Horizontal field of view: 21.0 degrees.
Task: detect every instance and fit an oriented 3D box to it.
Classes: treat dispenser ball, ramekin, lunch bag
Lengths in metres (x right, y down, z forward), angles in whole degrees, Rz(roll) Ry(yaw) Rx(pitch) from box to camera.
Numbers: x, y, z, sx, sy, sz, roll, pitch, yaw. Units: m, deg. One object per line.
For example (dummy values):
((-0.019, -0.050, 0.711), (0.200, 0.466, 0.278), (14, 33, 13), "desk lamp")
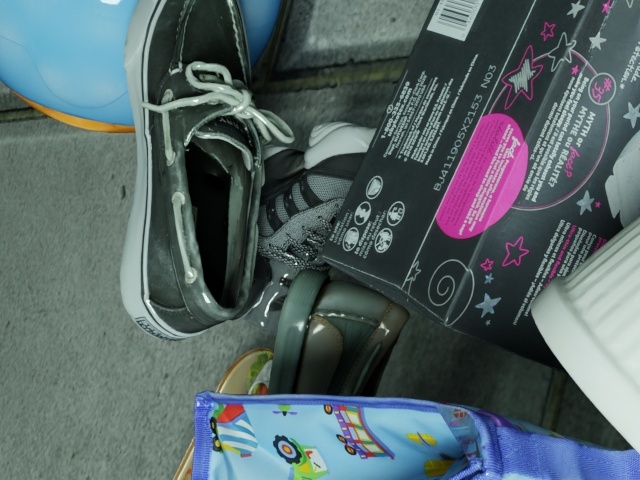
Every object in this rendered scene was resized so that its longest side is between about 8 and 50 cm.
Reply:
((-0.175, -0.237, 1.508), (0.288, 0.288, 0.288), (-28, 51, 42), "treat dispenser ball")
((0.222, 0.067, 0.914), (0.109, 0.207, 0.207), (-48, 39, 12), "ramekin")
((0.092, 0.151, 1.013), (0.293, 0.221, 0.138), (-21, 57, 47), "lunch bag")

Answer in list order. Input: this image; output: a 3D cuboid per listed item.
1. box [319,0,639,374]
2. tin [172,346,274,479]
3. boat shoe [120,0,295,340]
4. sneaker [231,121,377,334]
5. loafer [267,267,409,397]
((0.137, -0.058, 1.137), (0.163, 0.142, 0.247), (28, 94, 56), "box")
((-0.064, 0.176, 1.367), (0.106, 0.040, 0.189), (34, 100, 50), "tin")
((-0.086, -0.081, 1.305), (0.105, 0.113, 0.306), (-20, 56, 48), "boat shoe")
((0.000, 0.000, 1.326), (0.268, 0.101, 0.153), (-5, 69, 58), "sneaker")
((0.005, 0.145, 1.200), (0.096, 0.084, 0.267), (-63, -18, -55), "loafer")
